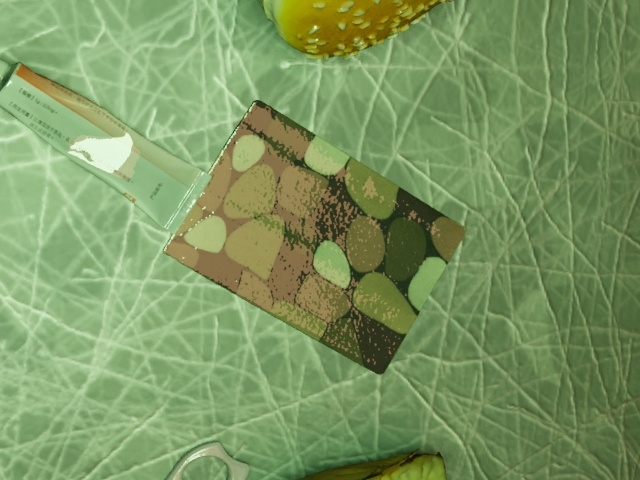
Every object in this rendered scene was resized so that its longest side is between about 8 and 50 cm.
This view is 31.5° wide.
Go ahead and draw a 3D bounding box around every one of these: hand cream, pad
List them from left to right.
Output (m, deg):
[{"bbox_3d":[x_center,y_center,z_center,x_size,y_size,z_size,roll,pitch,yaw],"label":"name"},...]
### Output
[{"bbox_3d":[-0.189,-0.088,0.922,0.216,0.038,0.052,35,115,-22],"label":"hand cream"},{"bbox_3d":[0.000,0.000,0.999,0.235,0.003,0.158,31,88,-17],"label":"pad"}]

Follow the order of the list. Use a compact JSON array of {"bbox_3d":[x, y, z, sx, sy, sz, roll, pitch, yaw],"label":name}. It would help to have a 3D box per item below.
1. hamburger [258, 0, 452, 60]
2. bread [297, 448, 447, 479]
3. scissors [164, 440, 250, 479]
[{"bbox_3d":[0.070,-0.266,0.876,0.295,0.227,0.151,-34,81,-6],"label":"hamburger"},{"bbox_3d":[0.015,0.288,0.960,0.262,0.163,0.204,-19,104,-56],"label":"bread"},{"bbox_3d":[-0.162,0.237,0.974,0.212,0.021,0.110,-5,96,-16],"label":"scissors"}]
